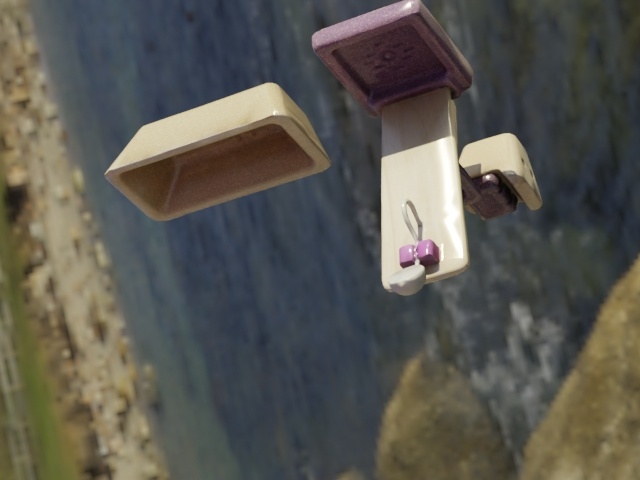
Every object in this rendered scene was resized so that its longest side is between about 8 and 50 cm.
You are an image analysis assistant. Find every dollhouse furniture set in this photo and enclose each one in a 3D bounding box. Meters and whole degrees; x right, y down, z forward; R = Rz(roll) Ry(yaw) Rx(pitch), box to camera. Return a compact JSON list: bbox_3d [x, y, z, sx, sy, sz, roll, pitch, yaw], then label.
[{"bbox_3d":[0.000,0.000,0.530,0.091,0.114,0.081,45,-144,-48],"label":"dollhouse furniture set"}]
